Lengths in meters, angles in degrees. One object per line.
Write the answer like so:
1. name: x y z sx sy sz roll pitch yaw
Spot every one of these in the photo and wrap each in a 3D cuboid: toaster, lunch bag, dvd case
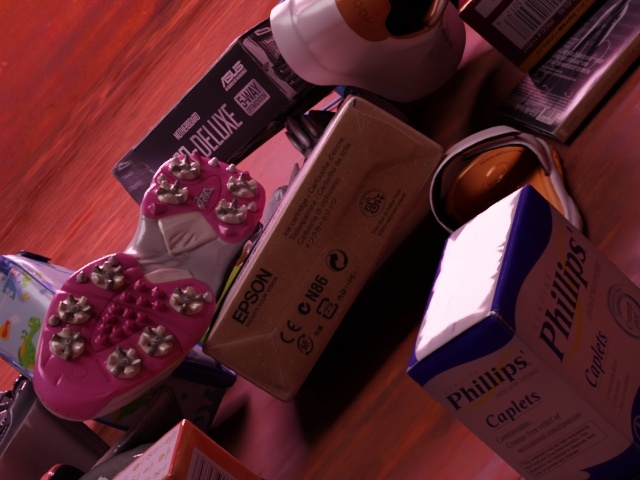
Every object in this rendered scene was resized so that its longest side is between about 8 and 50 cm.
1. toaster: -0.269 0.234 1.777 0.129 0.146 0.227 -25 30 54
2. lunch bag: -0.192 0.095 1.744 0.219 0.176 0.090 31 96 43
3. dvd case: 0.241 -0.176 1.599 0.221 0.018 0.164 -50 15 0

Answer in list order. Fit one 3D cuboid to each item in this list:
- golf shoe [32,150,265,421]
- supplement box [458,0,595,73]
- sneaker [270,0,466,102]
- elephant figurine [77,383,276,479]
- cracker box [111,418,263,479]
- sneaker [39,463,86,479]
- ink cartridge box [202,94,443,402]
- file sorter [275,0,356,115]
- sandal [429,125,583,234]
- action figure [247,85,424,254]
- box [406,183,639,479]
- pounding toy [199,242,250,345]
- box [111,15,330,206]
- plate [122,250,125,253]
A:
1. golf shoe: -0.136 0.060 1.568 0.306 0.115 0.140 -54 -13 -47
2. supplement box: 0.184 -0.230 1.719 0.104 0.081 0.188 -46 10 18
3. sneaker: 0.080 -0.186 1.658 0.123 0.106 0.290 -30 -6 27
4. elephant figurine: -0.117 0.196 1.487 0.186 0.169 0.239 -10 15 21
5. cracker box: -0.113 0.246 1.322 0.232 0.155 0.067 -42 18 26
6. sneaker: -0.236 0.315 1.546 0.136 0.116 0.314 -40 17 22
7. ink cartridge box: 0.000 0.000 1.583 0.235 0.088 0.193 -59 4 3
8. file sorter: 0.007 -0.240 2.188 0.170 0.118 0.104 -58 15 -27
9. sandal: 0.131 -0.040 1.473 0.102 0.076 0.265 -47 16 7
10. action figure: -0.007 -0.050 1.801 0.185 0.099 0.285 -60 -2 39
11. box: 0.131 0.062 1.130 0.072 0.137 0.126 -37 20 35
12. pounding toy: -0.149 0.066 1.911 0.183 0.110 0.237 -47 17 8
13. box: -0.031 -0.162 1.868 0.307 0.076 0.242 -41 1 -44
14. plate: -0.205 0.080 2.038 0.188 0.024 0.188 -42 -25 -24
